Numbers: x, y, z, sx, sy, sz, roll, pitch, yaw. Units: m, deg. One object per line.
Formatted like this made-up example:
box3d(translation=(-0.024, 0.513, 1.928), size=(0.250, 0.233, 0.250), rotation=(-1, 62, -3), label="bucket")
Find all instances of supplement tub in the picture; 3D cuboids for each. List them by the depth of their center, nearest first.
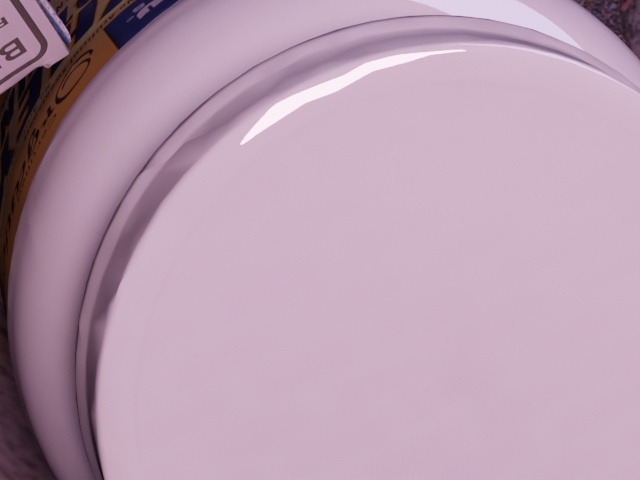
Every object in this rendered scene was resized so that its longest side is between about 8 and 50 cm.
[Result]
box3d(translation=(0.000, 0.000, 0.606), size=(0.228, 0.228, 0.316), rotation=(35, 5, -20), label="supplement tub")

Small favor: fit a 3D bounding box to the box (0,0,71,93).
box3d(translation=(-0.231, -0.133, 0.566), size=(0.290, 0.169, 0.087), rotation=(53, -5, 25), label="box")
